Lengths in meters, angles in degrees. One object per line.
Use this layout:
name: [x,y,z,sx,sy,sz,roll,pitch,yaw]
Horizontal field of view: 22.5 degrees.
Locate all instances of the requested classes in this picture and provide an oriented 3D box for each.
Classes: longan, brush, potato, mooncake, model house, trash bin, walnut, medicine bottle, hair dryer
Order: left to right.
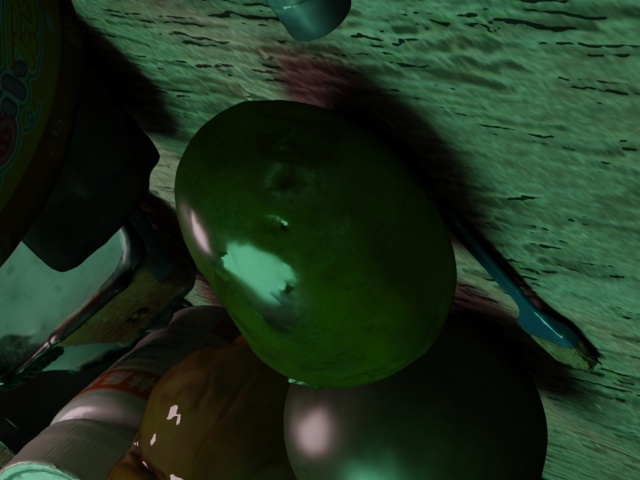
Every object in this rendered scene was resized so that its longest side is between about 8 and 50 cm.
mooncake: [-0.261,-0.114,1.344,0.283,0.141,0.283,45,172,8]
trash bin: [-0.351,0.143,2.175,0.252,0.301,0.203,39,169,5]
model house: [-0.260,0.049,1.811,0.184,0.253,0.291,55,-166,21]
medicine bottle: [-0.196,0.240,1.845,0.211,0.371,0.211,12,119,23]
hair dryer: [-0.036,-0.148,0.829,0.114,0.037,0.063,35,168,48]
walnut: [-0.043,0.269,1.585,0.308,0.354,0.398,37,-168,20]
potato: [0.000,0.000,1.009,0.186,0.148,0.253,63,179,11]
longan: [0.071,0.145,1.223,0.220,0.196,0.196,11,151,52]
brush: [0.128,0.033,1.062,0.164,0.014,0.051,46,164,-31]

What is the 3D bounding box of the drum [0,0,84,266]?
drum: [-0.376,-0.116,1.021,0.431,0.431,0.214,30,165,31]
